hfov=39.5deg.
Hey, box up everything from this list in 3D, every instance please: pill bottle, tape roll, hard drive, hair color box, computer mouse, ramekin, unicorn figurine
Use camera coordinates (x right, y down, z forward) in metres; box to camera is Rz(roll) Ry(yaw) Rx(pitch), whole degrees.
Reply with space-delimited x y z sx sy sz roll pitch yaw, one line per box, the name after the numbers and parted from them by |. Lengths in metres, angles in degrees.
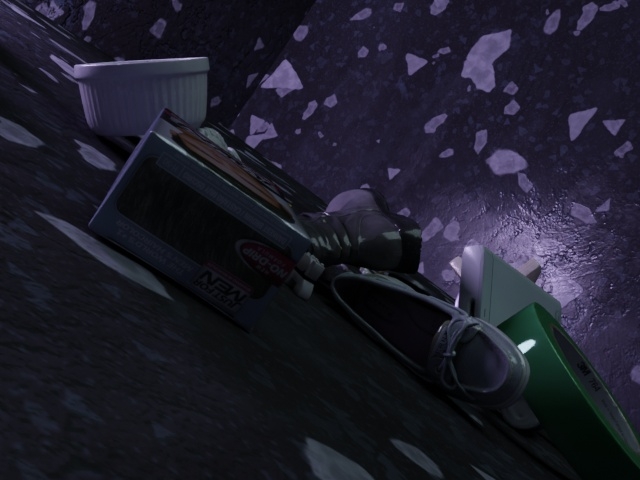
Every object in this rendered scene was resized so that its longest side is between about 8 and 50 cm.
0.336 0.271 1.429 0.067 0.067 0.120 38 6 30 | pill bottle
0.393 0.247 1.376 0.321 0.077 0.321 48 17 -20 | tape roll
0.347 0.174 1.609 0.047 0.233 0.353 -6 -22 35 | hard drive
-0.134 -0.043 1.003 0.185 0.113 0.374 34 6 -13 | hair color box
0.190 0.144 1.691 0.188 0.072 0.272 30 -9 32 | computer mouse
-0.273 -0.225 1.389 0.207 0.109 0.207 -3 12 1 | ramekin
0.029 0.051 1.575 0.111 0.060 0.162 36 23 32 | unicorn figurine

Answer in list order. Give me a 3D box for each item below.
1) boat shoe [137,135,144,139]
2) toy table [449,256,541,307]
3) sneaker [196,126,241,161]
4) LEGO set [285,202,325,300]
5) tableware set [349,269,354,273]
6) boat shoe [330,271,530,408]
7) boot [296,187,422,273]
-0.367 -0.267 1.687 0.114 0.091 0.302 32 6 -32 | boat shoe
0.372 0.158 1.868 0.274 0.252 0.161 39 -8 38 | toy table
-0.168 -0.106 1.489 0.118 0.110 0.292 45 8 12 | sneaker
-0.069 -0.015 1.290 0.087 0.093 0.227 31 6 -35 | LEGO set
0.043 0.063 1.723 0.141 0.020 0.168 33 4 -44 | tableware set
0.146 0.132 1.255 0.320 0.118 0.103 34 9 40 | boat shoe
0.006 -0.024 1.481 0.222 0.118 0.338 0 8 -19 | boot
